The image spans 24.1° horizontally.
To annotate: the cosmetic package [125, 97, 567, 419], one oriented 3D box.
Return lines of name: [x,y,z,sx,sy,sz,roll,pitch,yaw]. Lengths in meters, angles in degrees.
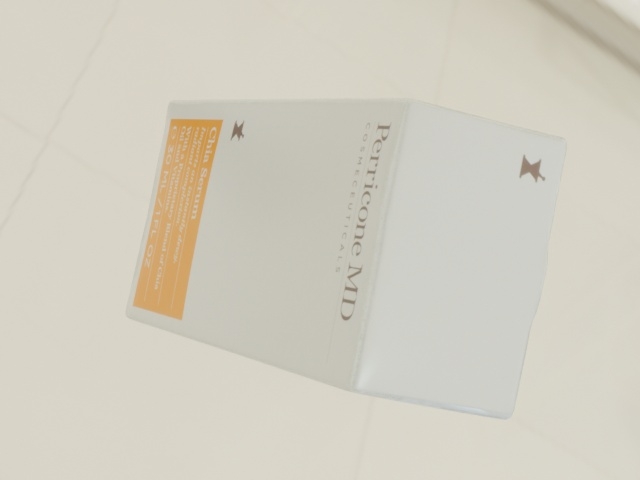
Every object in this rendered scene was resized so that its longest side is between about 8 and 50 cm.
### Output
cosmetic package: [0.000,0.000,1.326,0.162,0.453,0.230,12,88,-30]
